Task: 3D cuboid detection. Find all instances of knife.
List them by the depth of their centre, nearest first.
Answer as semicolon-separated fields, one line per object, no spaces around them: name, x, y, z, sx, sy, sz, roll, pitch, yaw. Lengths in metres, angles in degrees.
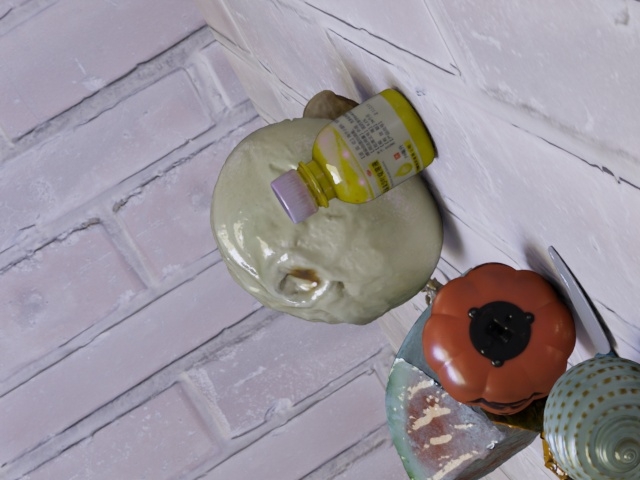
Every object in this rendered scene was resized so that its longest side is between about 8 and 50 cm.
knife;0.323;0.115;1.703;0.244;0.032;0.058;63;175;-12

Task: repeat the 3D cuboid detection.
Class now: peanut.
peanut;0.043;-0.138;2.277;0.236;0.120;0.110;55;-143;-41

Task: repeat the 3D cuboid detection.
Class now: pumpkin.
pumpkin;0.323;0.262;2.060;0.183;0.107;0.119;43;175;-13

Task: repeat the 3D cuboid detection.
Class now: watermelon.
watermelon;0.249;0.239;2.216;0.258;0.228;0.387;14;121;36

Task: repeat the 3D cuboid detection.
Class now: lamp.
lamp;0.219;0.122;1.814;0.187;0.188;0.164;57;176;13

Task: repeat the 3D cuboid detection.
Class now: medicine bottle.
medicine bottle;0.038;-0.105;1.994;0.122;0.212;0.122;57;175;8

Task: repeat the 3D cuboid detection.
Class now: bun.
bun;-0.002;0.000;2.216;0.364;0.364;0.202;62;-145;-40

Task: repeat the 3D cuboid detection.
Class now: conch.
conch;0.322;0.191;1.569;0.172;0.131;0.200;33;-151;-10

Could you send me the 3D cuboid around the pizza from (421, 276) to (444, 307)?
pizza;0.257;0.192;2.469;0.297;0.071;0.189;56;175;29
